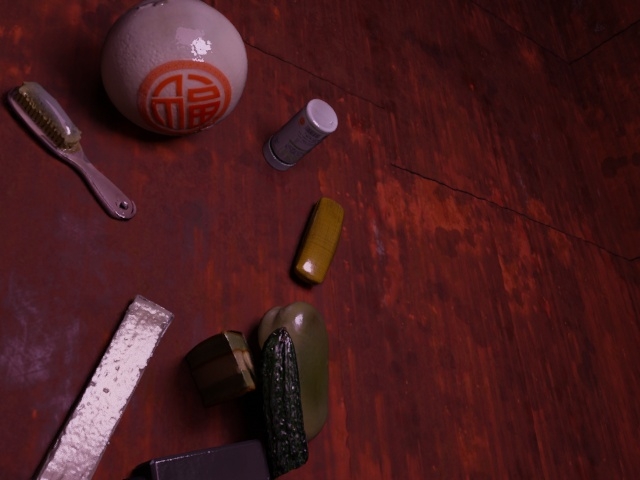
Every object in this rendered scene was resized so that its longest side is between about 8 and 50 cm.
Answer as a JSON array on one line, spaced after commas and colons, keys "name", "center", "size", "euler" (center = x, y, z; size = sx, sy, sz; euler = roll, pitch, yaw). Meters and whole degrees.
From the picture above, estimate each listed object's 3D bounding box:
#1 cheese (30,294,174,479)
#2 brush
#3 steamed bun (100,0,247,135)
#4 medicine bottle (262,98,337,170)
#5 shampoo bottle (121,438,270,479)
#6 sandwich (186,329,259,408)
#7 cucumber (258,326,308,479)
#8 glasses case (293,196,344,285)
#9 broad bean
[{"name": "cheese", "center": [-0.351, 0.261, 1.061], "size": [0.085, 0.034, 0.400], "euler": [37, 47, -19]}, {"name": "brush", "center": [-0.445, -0.165, 1.203], "size": [0.313, 0.067, 0.072], "euler": [51, 44, -8]}, {"name": "steamed bun", "center": [-0.273, -0.315, 1.272], "size": [0.283, 0.283, 0.177], "euler": [8, 45, -38]}, {"name": "medicine bottle", "center": [-0.047, -0.237, 1.494], "size": [0.086, 0.183, 0.086], "euler": [21, 54, -32]}, {"name": "shampoo bottle", "center": [-0.206, 0.388, 1.079], "size": [0.246, 0.080, 0.079], "euler": [2, 64, -39]}, {"name": "sandwich", "center": [-0.136, 0.211, 1.171], "size": [0.144, 0.187, 0.117], "euler": [-18, 80, -39]}, {"name": "cucumber", "center": [-0.070, 0.285, 1.145], "size": [0.077, 0.077, 0.265], "euler": [-8, 89, -43]}, {"name": "glasses case", "center": [0.000, 0.000, 1.485], "size": [0.079, 0.064, 0.234], "euler": [34, 49, -19]}, {"name": "broad bean", "center": [-0.049, 0.253, 1.271], "size": [0.189, 0.121, 0.263], "euler": [18, 69, -57]}]
